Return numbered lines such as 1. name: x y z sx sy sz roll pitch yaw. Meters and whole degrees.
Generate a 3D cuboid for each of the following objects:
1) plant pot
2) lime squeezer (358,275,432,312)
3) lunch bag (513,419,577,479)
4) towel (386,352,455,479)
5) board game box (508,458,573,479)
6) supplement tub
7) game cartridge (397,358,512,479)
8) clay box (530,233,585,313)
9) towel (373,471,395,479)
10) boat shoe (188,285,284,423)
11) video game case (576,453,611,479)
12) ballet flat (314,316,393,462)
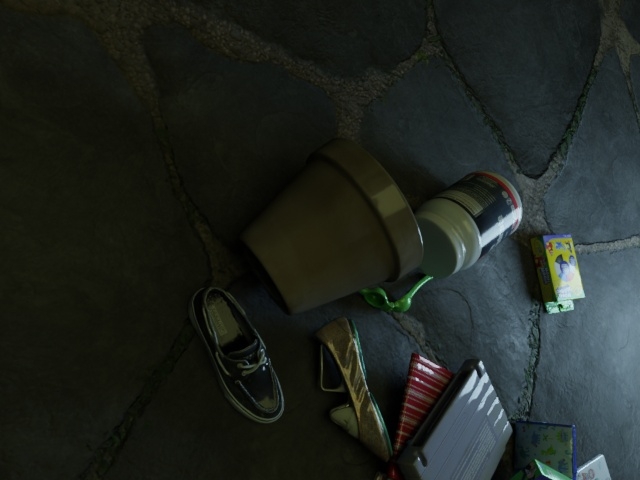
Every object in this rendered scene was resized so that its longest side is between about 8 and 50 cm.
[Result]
1. plant pot: 0.000 0.000 1.111 0.280 0.323 0.323 -35 95 -15
2. lime squeezer: 0.153 0.114 1.286 0.310 0.059 0.110 6 75 -27
3. lunch bag: 0.565 0.518 1.354 0.096 0.151 0.129 16 70 -24
4. towel: 0.239 0.418 1.243 0.199 0.031 0.275 33 63 -36
5. board game box: 0.543 0.652 1.290 0.317 0.213 0.046 32 22 -18
6. supplement tub: 0.350 -0.042 1.355 0.272 0.191 0.191 -32 93 -31
7. game cartridge: 0.315 0.466 1.236 0.355 0.068 0.230 -37 110 -43
8. clay box: 0.693 0.095 1.589 0.127 0.053 0.222 -4 78 -29
9. towel: 0.187 0.715 1.155 0.332 0.053 0.317 38 63 -15
10. boat shoe: -0.152 0.222 1.063 0.108 0.102 0.301 -27 91 -31
11. video game case: 0.748 0.686 1.489 0.143 0.019 0.157 -12 83 -31
12. ballet flat: 0.058 0.325 1.168 0.106 0.107 0.316 -15 79 -11
